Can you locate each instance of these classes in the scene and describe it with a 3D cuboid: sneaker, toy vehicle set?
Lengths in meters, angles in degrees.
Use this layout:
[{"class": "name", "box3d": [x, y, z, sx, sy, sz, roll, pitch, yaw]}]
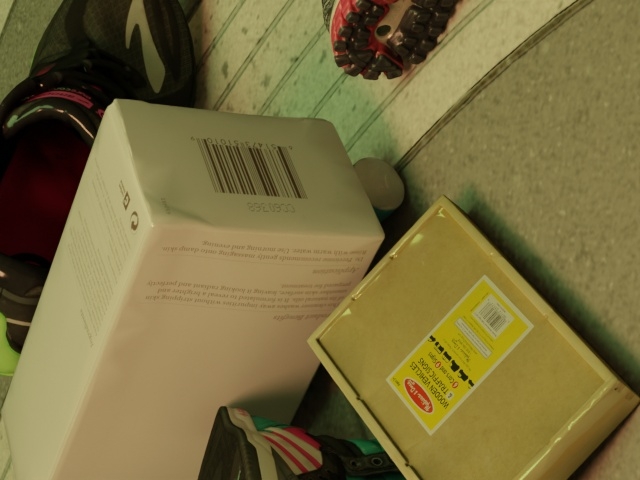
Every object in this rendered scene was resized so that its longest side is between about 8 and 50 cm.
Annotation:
[{"class": "sneaker", "box3d": [-0.223, -0.097, 1.734, 0.202, 0.185, 0.483, 120, 166, -55]}, {"class": "sneaker", "box3d": [0.080, -0.277, 1.490, 0.299, 0.121, 0.112, -53, 39, 33]}, {"class": "toy vehicle set", "box3d": [0.107, 0.097, 1.363, 0.166, 0.035, 0.267, -47, 41, 7]}, {"class": "sneaker", "box3d": [0.001, 0.218, 1.406, 0.295, 0.178, 0.124, -122, 48, -78]}]

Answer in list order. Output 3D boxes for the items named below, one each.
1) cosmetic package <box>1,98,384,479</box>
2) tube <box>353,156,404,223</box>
[{"class": "cosmetic package", "box3d": [-0.123, 0.078, 1.555, 0.385, 0.217, 0.156, -62, 36, 37]}, {"class": "tube", "box3d": [0.000, 0.000, 1.597, 0.207, 0.052, 0.080, -44, 39, 48]}]
